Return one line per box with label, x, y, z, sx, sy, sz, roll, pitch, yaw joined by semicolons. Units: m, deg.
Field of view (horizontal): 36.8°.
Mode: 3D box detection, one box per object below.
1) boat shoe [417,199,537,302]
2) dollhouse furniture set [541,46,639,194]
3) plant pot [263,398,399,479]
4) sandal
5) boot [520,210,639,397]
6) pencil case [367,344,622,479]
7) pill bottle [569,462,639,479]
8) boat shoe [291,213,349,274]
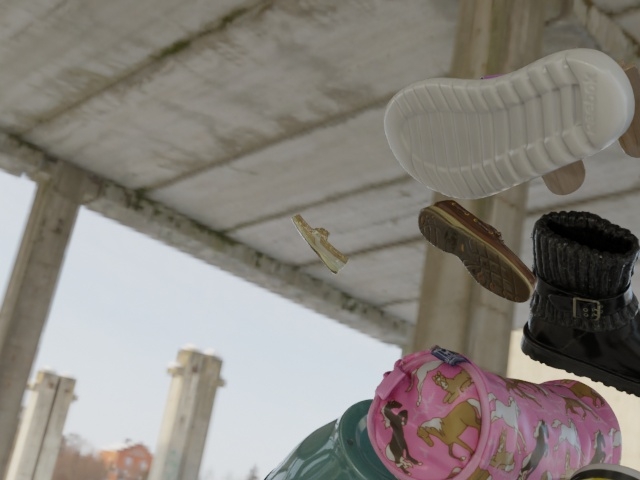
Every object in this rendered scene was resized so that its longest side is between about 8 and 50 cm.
boat shoe;0.203;0.006;1.197;0.178;0.060;0.064;41;-36;27
dollhouse furniture set;0.523;-0.202;1.660;0.394;0.256;0.362;-26;13;7
plant pot;0.064;0.400;1.542;0.271;0.272;0.255;17;-51;-18
sandal;0.240;-0.147;1.232;0.102;0.169;0.416;-24;13;-31
boot;0.495;0.106;1.541;0.348;0.131;0.260;13;-58;15
pencil case;0.224;0.228;1.162;0.160;0.167;0.386;-10;-20;38
pill bottle;0.276;0.337;0.959;0.119;0.208;0.119;20;-44;20
boat shoe;0.000;0.000;1.789;0.135;0.045;0.050;50;-2;-3
